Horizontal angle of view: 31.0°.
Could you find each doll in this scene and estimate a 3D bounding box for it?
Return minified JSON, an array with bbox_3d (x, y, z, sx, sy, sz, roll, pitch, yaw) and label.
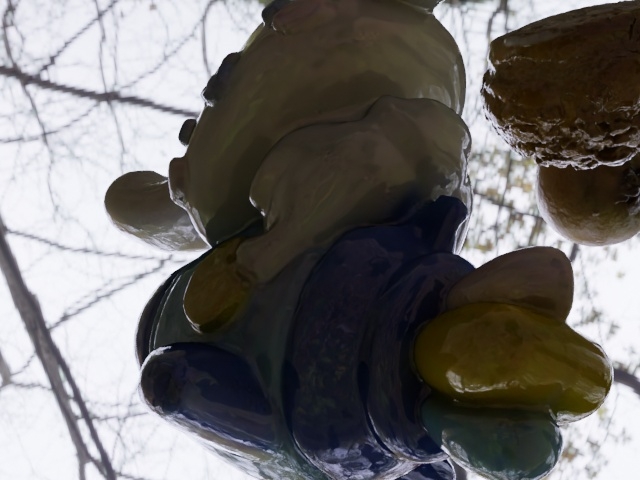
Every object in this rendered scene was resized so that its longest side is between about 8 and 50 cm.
[{"bbox_3d":[-0.008,-0.001,0.622,0.187,0.376,0.365,4,-127,-18],"label":"doll"}]

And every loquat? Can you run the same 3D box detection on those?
[{"bbox_3d":[0.319,-0.067,1.330,0.137,0.163,0.163,26,-138,-29],"label":"loquat"}]

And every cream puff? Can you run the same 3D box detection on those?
[{"bbox_3d":[0.173,-0.099,0.756,0.144,0.103,0.126,-19,-167,-31],"label":"cream puff"}]
